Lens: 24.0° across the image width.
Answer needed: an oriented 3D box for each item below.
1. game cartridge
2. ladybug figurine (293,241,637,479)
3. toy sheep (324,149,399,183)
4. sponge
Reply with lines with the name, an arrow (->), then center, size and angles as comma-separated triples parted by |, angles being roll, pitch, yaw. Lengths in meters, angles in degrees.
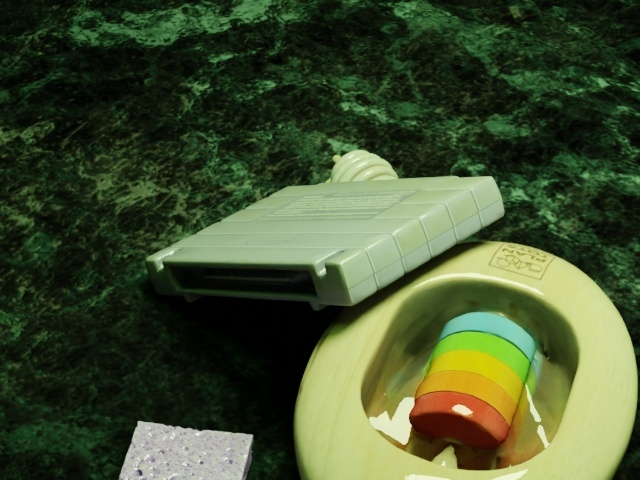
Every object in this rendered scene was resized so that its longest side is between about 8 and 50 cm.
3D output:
game cartridge -> 0.000, 0.000, 1.589 | 0.230, 0.068, 0.355 | -24, 14, -35
ladybug figurine -> 0.139, 0.168, 1.429 | 0.305, 0.162, 0.449 | 16, 40, 17
toy sheep -> 0.048, -0.062, 1.777 | 0.091, 0.091, 0.132 | -20, 48, -27
sponge -> -0.139, 0.255, 1.404 | 0.117, 0.031, 0.210 | 8, 39, 5
